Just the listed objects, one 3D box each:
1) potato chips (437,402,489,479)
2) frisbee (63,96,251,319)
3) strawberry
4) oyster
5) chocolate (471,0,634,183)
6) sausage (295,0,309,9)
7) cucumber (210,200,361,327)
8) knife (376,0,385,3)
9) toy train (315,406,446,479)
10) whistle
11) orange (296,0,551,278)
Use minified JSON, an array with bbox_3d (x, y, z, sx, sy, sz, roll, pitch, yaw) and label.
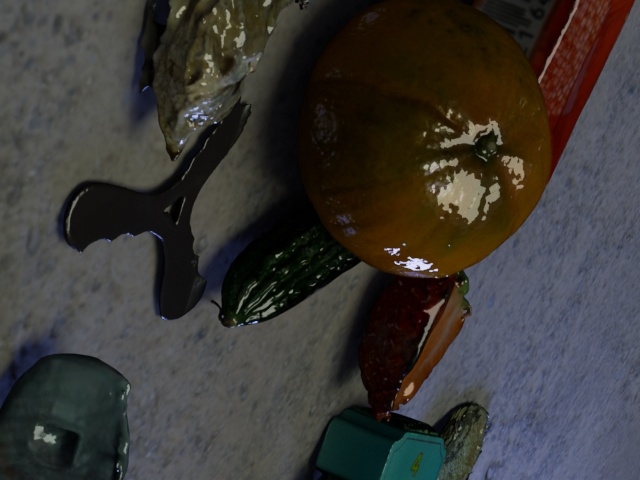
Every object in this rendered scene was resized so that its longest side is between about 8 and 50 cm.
[{"bbox_3d":[0.172,0.309,1.758,0.202,0.029,0.220,-55,153,-14],"label":"potato chips"},{"bbox_3d":[-0.109,-0.036,1.017,0.187,0.012,0.211,-56,151,-14],"label":"frisbee"},{"bbox_3d":[0.098,0.090,1.384,0.140,0.085,0.192,-25,140,-59],"label":"strawberry"},{"bbox_3d":[-0.058,-0.168,0.927,0.209,0.072,0.133,-49,152,-27],"label":"oyster"},{"bbox_3d":[0.216,-0.189,1.293,0.237,0.108,0.235,-66,159,5],"label":"chocolate"},{"bbox_3d":[-0.002,-0.269,0.976,0.028,0.025,0.198,-6,124,-20],"label":"sausage"},{"bbox_3d":[-0.001,-0.001,1.159,0.265,0.077,0.077,-29,137,-43],"label":"cucumber"},{"bbox_3d":[0.080,-0.132,1.228,0.044,0.026,0.296,-38,145,-17],"label":"knife"},{"bbox_3d":[0.064,0.272,1.470,0.198,0.107,0.154,24,86,-61],"label":"toy train"},{"bbox_3d":[-0.223,0.251,0.921,0.189,0.189,0.348,16,89,-61],"label":"whistle"},{"bbox_3d":[0.092,-0.087,1.087,0.240,0.171,0.240,-2,93,-27],"label":"orange"}]
